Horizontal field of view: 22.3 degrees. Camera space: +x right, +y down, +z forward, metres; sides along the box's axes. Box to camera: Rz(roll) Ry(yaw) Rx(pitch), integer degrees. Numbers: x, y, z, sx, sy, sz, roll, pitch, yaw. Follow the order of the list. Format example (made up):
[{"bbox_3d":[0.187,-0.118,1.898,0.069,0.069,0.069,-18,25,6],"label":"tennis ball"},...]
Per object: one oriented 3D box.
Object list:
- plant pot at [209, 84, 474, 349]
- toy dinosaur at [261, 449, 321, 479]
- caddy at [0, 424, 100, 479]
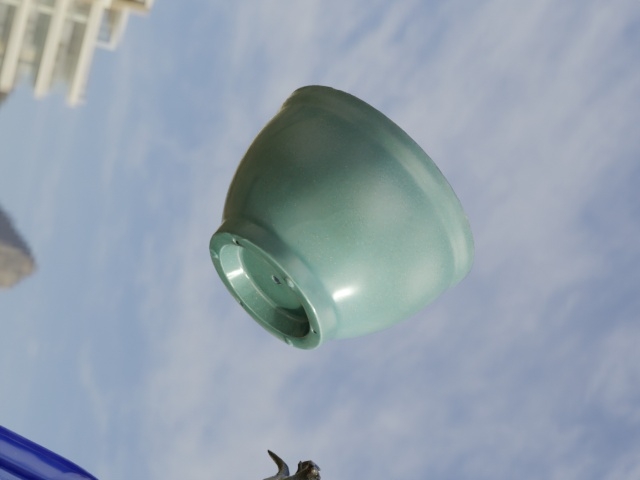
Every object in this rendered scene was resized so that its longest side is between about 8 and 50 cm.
[{"bbox_3d":[0.000,0.000,1.845,0.196,0.293,0.293,-43,-174,-23],"label":"plant pot"},{"bbox_3d":[-0.058,0.383,2.267,0.160,0.121,0.313,-33,-138,-1],"label":"toy dinosaur"},{"bbox_3d":[-0.428,0.352,2.073,0.179,0.341,0.241,-61,-172,3],"label":"caddy"}]
